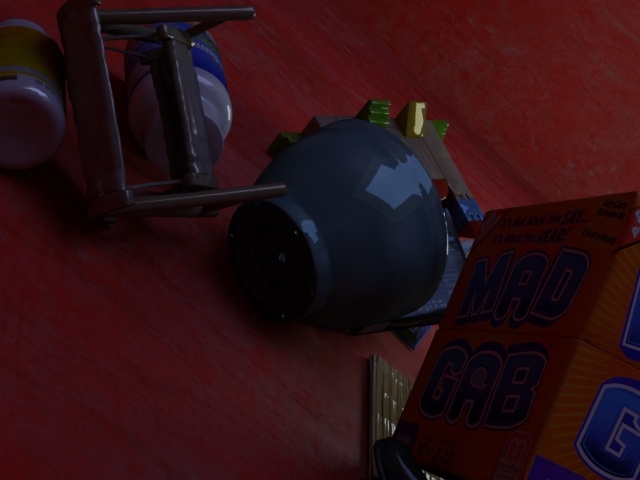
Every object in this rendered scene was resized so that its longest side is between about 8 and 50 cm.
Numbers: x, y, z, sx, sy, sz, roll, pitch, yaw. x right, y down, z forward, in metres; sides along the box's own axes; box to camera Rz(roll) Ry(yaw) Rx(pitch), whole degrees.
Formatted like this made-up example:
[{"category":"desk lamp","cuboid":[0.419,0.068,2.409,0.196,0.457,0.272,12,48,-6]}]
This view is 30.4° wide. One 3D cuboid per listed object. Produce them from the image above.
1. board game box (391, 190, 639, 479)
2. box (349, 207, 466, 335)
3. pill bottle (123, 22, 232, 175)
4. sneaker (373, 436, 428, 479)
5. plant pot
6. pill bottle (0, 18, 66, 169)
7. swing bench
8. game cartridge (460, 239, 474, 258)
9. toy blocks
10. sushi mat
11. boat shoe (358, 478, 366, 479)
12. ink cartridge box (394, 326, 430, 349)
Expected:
[{"category":"board game box","cuboid":[0.362,0.186,1.445,0.356,0.356,0.356,27,-11,-17]},{"category":"box","cuboid":[0.126,0.045,1.840,0.232,0.059,0.183,-5,66,-33]},{"category":"pill bottle","cuboid":[-0.210,-0.210,1.736,0.152,0.152,0.272,33,23,-30]},{"category":"sneaker","cuboid":[0.181,0.351,1.332,0.330,0.146,0.122,59,2,14]},{"category":"plant pot","cuboid":[0.000,0.000,1.606,0.196,0.293,0.293,-24,68,-41]},{"category":"pill bottle","cuboid":[-0.367,-0.186,1.425,0.117,0.117,0.215,33,23,-31]},{"category":"swing bench","cuboid":[-0.204,-0.157,1.458,0.254,0.165,0.253,-5,84,-41]},{"category":"game cartridge","cuboid":[0.323,0.092,2.347,0.198,0.062,0.297,50,20,2]},{"category":"toy blocks","cuboid":[0.127,-0.093,2.125,0.381,0.191,0.261,-2,56,-40]},{"category":"sushi mat","cuboid":[0.125,0.276,1.627,0.151,0.019,0.316,39,20,-14]},{"category":"boat shoe","cuboid":[0.063,0.332,1.341,0.048,0.056,0.153,39,11,-20]},{"category":"ink cartridge box","cuboid":[0.096,0.009,1.923,0.311,0.065,0.186,45,52,-5]}]
